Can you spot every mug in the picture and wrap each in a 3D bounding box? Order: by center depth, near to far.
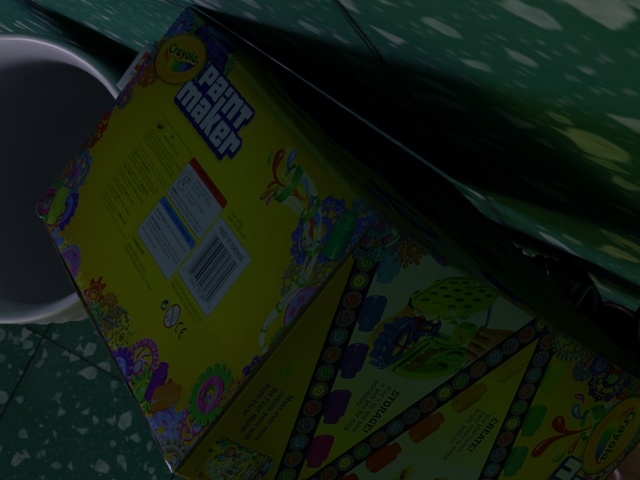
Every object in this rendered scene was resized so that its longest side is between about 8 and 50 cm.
[{"bbox_3d":[-0.214,-0.026,1.477,0.374,0.276,0.328,35,-173,12],"label":"mug"}]

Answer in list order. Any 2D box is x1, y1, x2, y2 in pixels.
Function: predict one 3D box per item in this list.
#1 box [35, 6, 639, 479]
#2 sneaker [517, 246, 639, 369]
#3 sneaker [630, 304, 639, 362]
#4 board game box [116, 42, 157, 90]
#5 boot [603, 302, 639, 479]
[{"bbox_3d":[0.012,0.039,0.911,0.279,0.177,0.290,31,-167,-38],"label":"box"},{"bbox_3d":[0.170,0.043,1.199,0.267,0.106,0.101,46,-148,17],"label":"sneaker"},{"bbox_3d":[0.294,0.081,0.779,0.270,0.090,0.145,34,167,23],"label":"sneaker"},{"bbox_3d":[-0.027,-0.052,1.263,0.193,0.053,0.305,41,-176,32],"label":"board game box"},{"bbox_3d":[0.312,0.196,1.320,0.305,0.112,0.115,62,172,16],"label":"boot"}]
